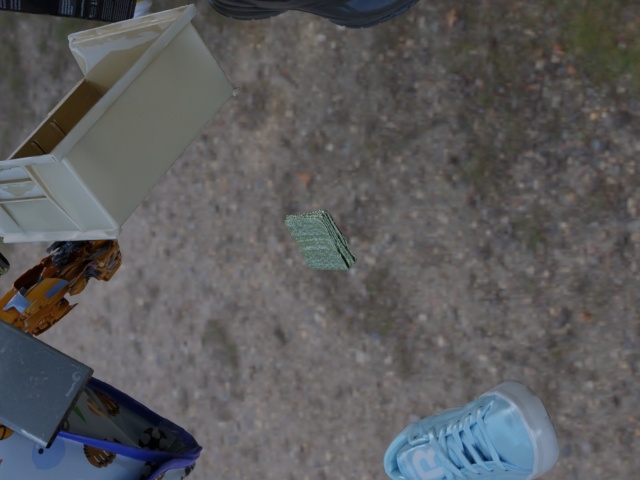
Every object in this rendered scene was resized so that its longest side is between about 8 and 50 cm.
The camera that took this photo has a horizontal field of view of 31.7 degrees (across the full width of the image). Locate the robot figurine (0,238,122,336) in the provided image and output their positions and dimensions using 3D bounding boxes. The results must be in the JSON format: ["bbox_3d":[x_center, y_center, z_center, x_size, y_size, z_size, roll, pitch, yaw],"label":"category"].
[{"bbox_3d":[-0.468,0.077,2.040,0.085,0.291,0.211,44,163,10],"label":"robot figurine"}]

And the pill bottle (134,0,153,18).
[{"bbox_3d":[-0.356,-0.459,2.116,0.065,0.065,0.116,-14,106,51],"label":"pill bottle"}]

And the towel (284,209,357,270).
[{"bbox_3d":[0.000,0.000,1.846,0.148,0.027,0.110,-6,114,61],"label":"towel"}]

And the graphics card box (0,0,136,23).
[{"bbox_3d":[-0.429,-0.408,1.548,0.233,0.371,0.094,124,149,-65],"label":"graphics card box"}]

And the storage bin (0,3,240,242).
[{"bbox_3d":[-0.272,-0.131,1.310,0.260,0.262,0.123,-1,134,42],"label":"storage bin"}]

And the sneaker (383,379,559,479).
[{"bbox_3d":[0.190,0.290,1.518,0.135,0.150,0.366,62,158,10],"label":"sneaker"}]

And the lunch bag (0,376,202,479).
[{"bbox_3d":[-0.371,0.333,1.427,0.328,0.385,0.239,-53,43,6],"label":"lunch bag"}]

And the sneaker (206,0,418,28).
[{"bbox_3d":[-0.013,-0.304,1.282,0.286,0.130,0.109,-3,86,12],"label":"sneaker"}]

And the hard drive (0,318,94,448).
[{"bbox_3d":[-0.320,0.146,1.188,0.094,0.135,0.022,-61,-7,-12],"label":"hard drive"}]

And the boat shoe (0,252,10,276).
[{"bbox_3d":[-0.388,-0.035,1.160,0.081,0.069,0.227,44,157,40],"label":"boat shoe"}]
